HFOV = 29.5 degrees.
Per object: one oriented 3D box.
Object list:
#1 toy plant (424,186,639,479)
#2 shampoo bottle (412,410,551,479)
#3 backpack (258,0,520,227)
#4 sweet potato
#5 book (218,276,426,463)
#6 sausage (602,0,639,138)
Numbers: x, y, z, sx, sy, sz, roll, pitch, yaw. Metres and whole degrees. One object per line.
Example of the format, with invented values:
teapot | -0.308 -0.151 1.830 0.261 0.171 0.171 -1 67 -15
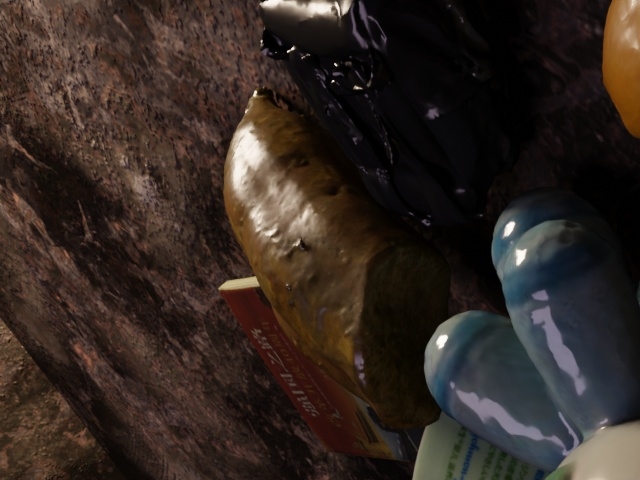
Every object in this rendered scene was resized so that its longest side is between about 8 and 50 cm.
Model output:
toy plant | 0.202 0.100 0.814 0.247 0.247 0.332 99 159 -56
shampoo bottle | 0.248 0.228 0.977 0.349 0.151 0.222 18 95 42
backpack | 0.056 -0.120 0.919 0.206 0.133 0.258 20 146 52
sweet potato | 0.000 0.000 1.076 0.370 0.157 0.158 51 159 40
book | 0.034 0.144 1.381 0.263 0.028 0.374 56 153 -12
sausage | 0.250 -0.155 0.556 0.116 0.134 0.354 18 155 -9
